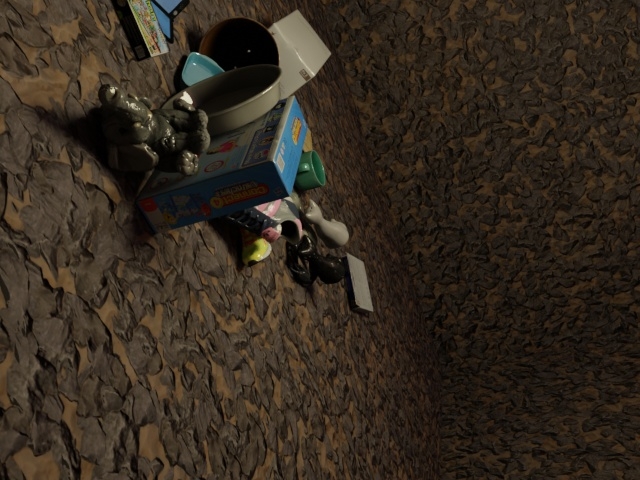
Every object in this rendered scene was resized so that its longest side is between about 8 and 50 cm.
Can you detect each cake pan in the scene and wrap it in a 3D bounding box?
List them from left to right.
[{"bbox_3d":[-0.216,-0.312,1.451,0.293,0.293,0.054,-79,155,-55],"label":"cake pan"}]

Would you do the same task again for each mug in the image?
[{"bbox_3d":[-0.057,-0.245,2.240,0.157,0.097,0.129,52,29,-51],"label":"mug"}]

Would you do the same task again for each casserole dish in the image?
[{"bbox_3d":[-0.300,-0.404,1.637,0.114,0.037,0.188,31,38,-23],"label":"casserole dish"}]

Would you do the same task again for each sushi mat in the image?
[{"bbox_3d":[-0.097,-0.443,2.417,0.316,0.019,0.151,54,26,-52],"label":"sushi mat"}]

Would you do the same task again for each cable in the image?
[{"bbox_3d":[-0.060,0.066,2.067,0.184,0.047,0.150,38,35,-59],"label":"cable"}]

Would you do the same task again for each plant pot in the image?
[{"bbox_3d":[-0.218,-0.502,1.815,0.230,0.215,0.215,-98,170,-78],"label":"plant pot"}]

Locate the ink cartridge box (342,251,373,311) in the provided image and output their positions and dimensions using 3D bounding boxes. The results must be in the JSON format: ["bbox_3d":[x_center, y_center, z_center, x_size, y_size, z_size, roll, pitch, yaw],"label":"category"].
[{"bbox_3d":[0.141,0.173,2.602,0.224,0.045,0.223,32,45,-65],"label":"ink cartridge box"}]

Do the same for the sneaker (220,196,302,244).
[{"bbox_3d":[-0.156,-0.061,1.595,0.319,0.112,0.131,5,53,-50],"label":"sneaker"}]

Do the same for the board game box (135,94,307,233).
[{"bbox_3d":[-0.196,-0.166,1.369,0.308,0.302,0.086,-80,151,-54],"label":"board game box"}]

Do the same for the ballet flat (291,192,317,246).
[{"bbox_3d":[-0.077,-0.055,2.095,0.068,0.072,0.213,-45,122,-39],"label":"ballet flat"}]

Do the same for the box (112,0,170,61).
[{"bbox_3d":[-0.410,-0.510,1.438,0.114,0.036,0.207,-66,138,-65],"label":"box"}]

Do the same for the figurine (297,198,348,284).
[{"bbox_3d":[0.000,0.000,2.047,0.209,0.092,0.214,43,46,-47],"label":"figurine"}]

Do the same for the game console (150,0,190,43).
[{"bbox_3d":[-0.368,-0.558,1.563,0.071,0.107,0.122,51,7,22],"label":"game console"}]

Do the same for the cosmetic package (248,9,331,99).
[{"bbox_3d":[-0.106,-0.653,2.254,0.217,0.156,0.385,51,25,-13],"label":"cosmetic package"}]

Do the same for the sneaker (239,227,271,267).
[{"bbox_3d":[-0.181,-0.013,1.694,0.094,0.081,0.208,54,20,-31],"label":"sneaker"}]

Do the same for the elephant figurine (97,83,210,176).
[{"bbox_3d":[-0.345,-0.212,1.217,0.239,0.186,0.169,6,30,-42],"label":"elephant figurine"}]
